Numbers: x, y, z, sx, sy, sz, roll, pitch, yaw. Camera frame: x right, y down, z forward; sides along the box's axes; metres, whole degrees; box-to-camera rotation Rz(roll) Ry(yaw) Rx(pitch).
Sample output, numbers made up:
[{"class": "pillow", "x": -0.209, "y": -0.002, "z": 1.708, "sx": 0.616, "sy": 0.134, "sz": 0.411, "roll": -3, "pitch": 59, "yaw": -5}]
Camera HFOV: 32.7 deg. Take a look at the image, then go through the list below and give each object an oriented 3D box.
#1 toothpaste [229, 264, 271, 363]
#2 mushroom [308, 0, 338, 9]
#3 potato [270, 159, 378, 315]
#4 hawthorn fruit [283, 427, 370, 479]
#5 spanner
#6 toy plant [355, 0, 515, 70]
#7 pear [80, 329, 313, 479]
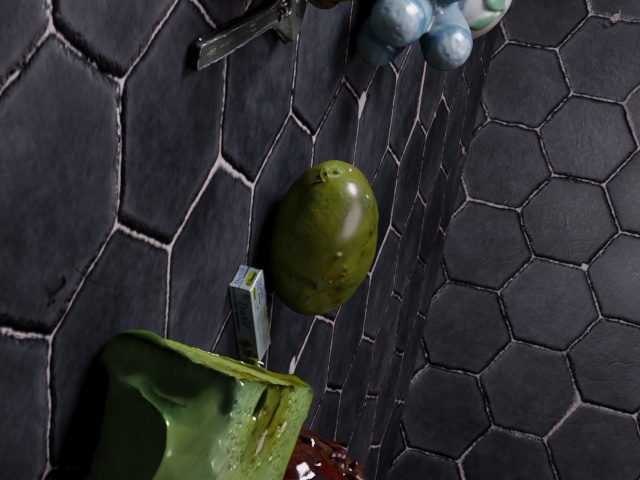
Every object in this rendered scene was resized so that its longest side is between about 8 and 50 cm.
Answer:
[{"class": "toothpaste", "x": -0.096, "y": 0.106, "z": 1.522, "sx": 0.164, "sy": 0.034, "sz": 0.046, "roll": 87, "pitch": 22, "yaw": -46}, {"class": "mushroom", "x": 0.045, "y": -0.454, "z": 1.479, "sx": 0.107, "sy": 0.087, "sz": 0.333, "roll": 107, "pitch": -1, "yaw": -61}, {"class": "potato", "x": 0.000, "y": 0.000, "z": 1.585, "sx": 0.186, "sy": 0.148, "sz": 0.253, "roll": -31, "pitch": 143, "yaw": -48}, {"class": "hawthorn fruit", "x": -0.074, "y": 0.387, "z": 1.412, "sx": 0.308, "sy": 0.324, "sz": 0.308, "roll": 62, "pitch": -6, "yaw": 12}, {"class": "spanner", "x": -0.081, "y": -0.253, "z": 1.300, "sx": 0.325, "sy": 0.026, "sz": 0.093, "roll": -48, "pitch": 148, "yaw": -59}, {"class": "toy plant", "x": 0.169, "y": -0.395, "z": 1.770, "sx": 0.332, "sy": 0.247, "sz": 0.247, "roll": -42, "pitch": 143, "yaw": -54}, {"class": "pear", "x": -0.155, "y": 0.250, "z": 1.174, "sx": 0.286, "sy": 0.176, "sz": 0.282, "roll": 28, "pitch": 77, "yaw": -70}]
